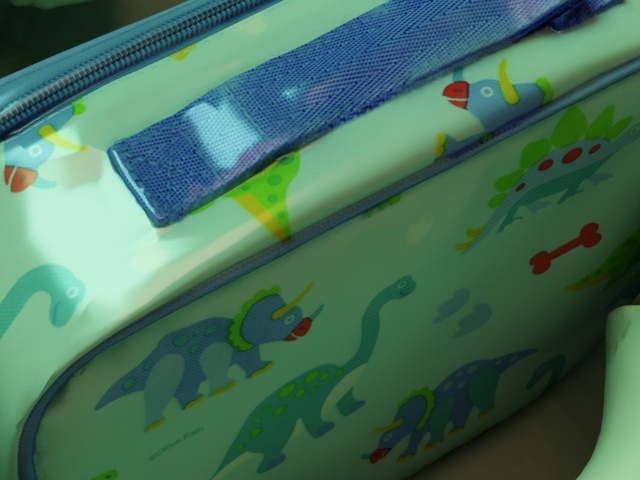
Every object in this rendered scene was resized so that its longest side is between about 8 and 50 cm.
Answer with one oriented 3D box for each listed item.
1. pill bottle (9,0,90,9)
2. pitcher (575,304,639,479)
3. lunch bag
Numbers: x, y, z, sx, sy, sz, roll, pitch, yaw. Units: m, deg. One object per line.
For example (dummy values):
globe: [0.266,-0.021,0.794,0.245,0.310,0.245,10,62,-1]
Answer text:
pill bottle: [-0.205,-0.110,0.555,0.302,0.169,0.169,-10,60,-11]
pitcher: [0.063,0.146,0.457,0.207,0.125,0.178,-44,105,-20]
lunch bag: [0.000,0.000,0.501,0.219,0.176,0.090,-29,65,-20]
